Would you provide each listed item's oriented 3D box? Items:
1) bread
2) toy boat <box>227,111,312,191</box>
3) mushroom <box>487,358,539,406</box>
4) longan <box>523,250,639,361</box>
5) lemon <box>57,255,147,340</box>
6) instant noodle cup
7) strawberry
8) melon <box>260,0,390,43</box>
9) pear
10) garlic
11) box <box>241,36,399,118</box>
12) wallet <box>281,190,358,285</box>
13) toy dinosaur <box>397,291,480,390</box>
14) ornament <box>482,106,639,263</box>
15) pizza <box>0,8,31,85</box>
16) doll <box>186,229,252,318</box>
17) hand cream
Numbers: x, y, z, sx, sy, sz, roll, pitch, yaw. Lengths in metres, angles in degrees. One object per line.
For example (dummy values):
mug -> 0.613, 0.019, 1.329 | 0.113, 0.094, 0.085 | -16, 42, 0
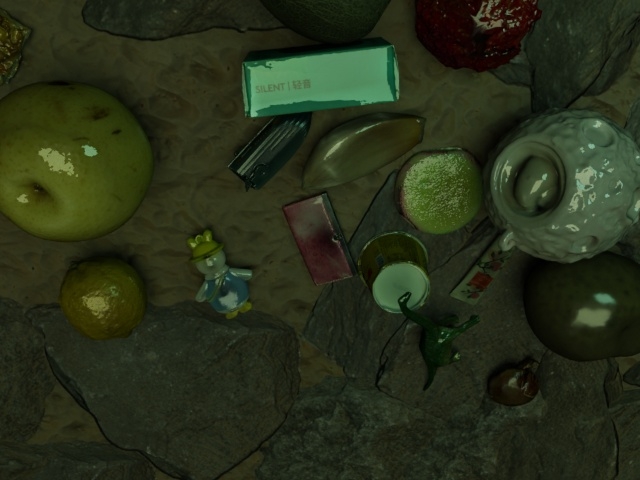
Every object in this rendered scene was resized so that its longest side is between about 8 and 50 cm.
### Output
bread -> 0.289, -0.117, 1.499 | 0.229, 0.033, 0.228 | 0, 113, 0
toy boat -> -0.106, -0.223, 1.417 | 0.246, 0.103, 0.093 | -46, 131, 3
mushroom -> 0.537, 0.390, 1.695 | 0.135, 0.080, 0.170 | 22, 114, -21
longan -> 0.658, 0.157, 1.508 | 0.350, 0.288, 0.288 | 4, 113, -16
lemon -> -0.519, 0.137, 1.492 | 0.192, 0.192, 0.231 | -26, 112, 9
instant noodle cup -> 0.186, 0.086, 1.520 | 0.182, 0.144, 0.182 | -1, 113, -1
strawberry -> 0.322, -0.469, 1.255 | 0.274, 0.220, 0.274 | 0, 116, 0
melon -> -0.006, -0.522, 1.212 | 0.302, 0.237, 0.237 | 31, 108, -9
pear -> -0.524, -0.165, 1.300 | 0.349, 0.348, 0.348 | -1, 113, -2
garlic -> 0.091, -0.214, 1.411 | 0.318, 0.112, 0.143 | -19, 135, -1
box -> -0.004, -0.346, 1.302 | 0.312, 0.205, 0.118 | -6, 111, 1
wallet -> 0.000, 0.000, 1.536 | 0.119, 0.025, 0.232 | -16, 112, 16
toy dinosaur -> 0.256, 0.270, 1.542 | 0.301, 0.087, 0.447 | -18, 132, -38
ornament -> 0.529, -0.120, 1.355 | 0.337, 0.337, 0.337 | -1, 113, -2
pizza -> -0.692, -0.425, 1.322 | 0.161, 0.062, 0.182 | -16, 111, 3
doll -> -0.249, 0.088, 1.533 | 0.135, 0.098, 0.241 | -12, 113, 28
hand cream -> 0.423, 0.067, 1.579 | 0.080, 0.050, 0.234 | 23, 116, -15
